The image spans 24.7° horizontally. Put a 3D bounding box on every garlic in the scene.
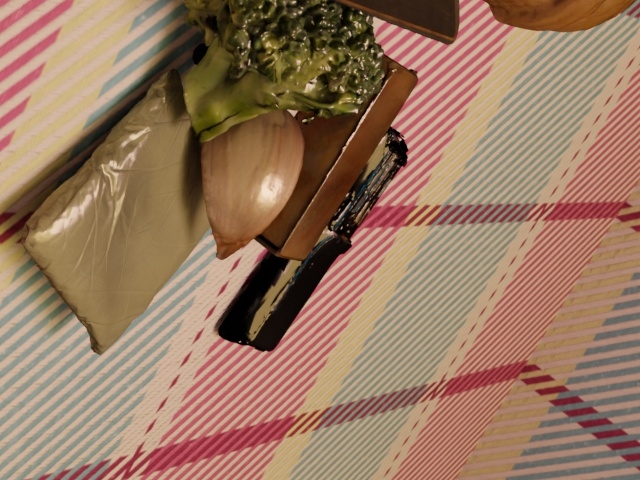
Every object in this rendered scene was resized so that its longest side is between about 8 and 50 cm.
[{"bbox_3d":[-0.094,-0.090,1.770,0.115,0.128,0.207,32,64,-49],"label":"garlic"}]

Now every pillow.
[{"bbox_3d":[-0.228,-0.031,1.750,0.274,0.076,0.281,-53,153,-20],"label":"pillow"}]

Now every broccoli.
[{"bbox_3d":[-0.058,-0.223,1.666,0.245,0.248,0.288,-25,136,14],"label":"broccoli"}]

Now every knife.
[{"bbox_3d":[-0.113,-0.220,1.763,0.121,0.018,0.031,-10,133,-57],"label":"knife"}]

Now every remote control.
[{"bbox_3d":[0.000,0.000,2.181,0.399,0.062,0.144,-55,155,5],"label":"remote control"}]

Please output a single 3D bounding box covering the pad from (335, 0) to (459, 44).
[{"bbox_3d":[0.099,-0.400,1.641,0.375,0.063,0.315,4,83,-60],"label":"pad"}]

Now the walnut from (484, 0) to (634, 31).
[{"bbox_3d":[0.327,-0.428,1.933,0.333,0.333,0.333,-39,151,-26],"label":"walnut"}]

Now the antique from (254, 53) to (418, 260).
[{"bbox_3d":[0.009,-0.125,1.997,0.310,0.093,0.087,-57,154,10],"label":"antique"}]
